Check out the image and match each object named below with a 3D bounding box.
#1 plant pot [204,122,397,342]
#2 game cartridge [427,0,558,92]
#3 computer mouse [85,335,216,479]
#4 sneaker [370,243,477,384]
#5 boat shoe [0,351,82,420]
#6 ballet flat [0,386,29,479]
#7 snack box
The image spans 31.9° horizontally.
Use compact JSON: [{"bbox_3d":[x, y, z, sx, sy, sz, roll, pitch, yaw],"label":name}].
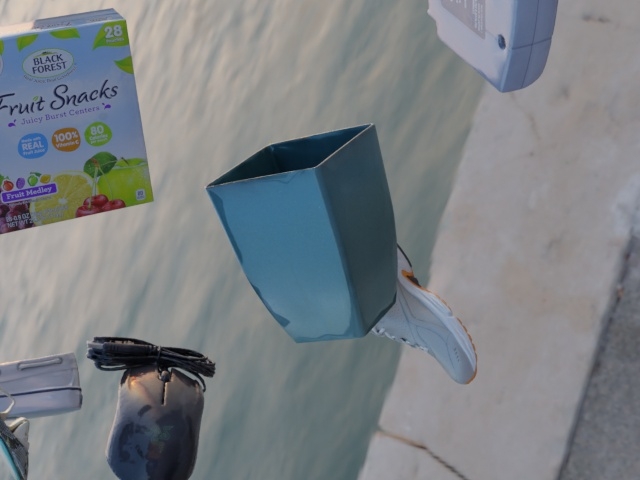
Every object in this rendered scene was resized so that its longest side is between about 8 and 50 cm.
[{"bbox_3d":[0.000,0.000,1.398,0.166,0.234,0.165,-9,19,32],"label":"plant pot"},{"bbox_3d":[0.164,-0.303,1.089,0.196,0.060,0.294,-120,18,-49],"label":"game cartridge"},{"bbox_3d":[-0.222,0.215,1.490,0.272,0.189,0.072,-100,25,-54],"label":"computer mouse"},{"bbox_3d":[0.108,0.111,1.566,0.121,0.262,0.099,-37,-14,-12],"label":"sneaker"},{"bbox_3d":[-0.418,0.175,1.340,0.095,0.258,0.084,-33,61,59],"label":"boat shoe"},{"bbox_3d":[-0.282,0.162,0.994,0.041,0.114,0.041,-26,17,9],"label":"ballet flat"},{"bbox_3d":[-0.280,-0.126,1.179,0.070,0.175,0.207,-136,36,-60],"label":"snack box"}]
